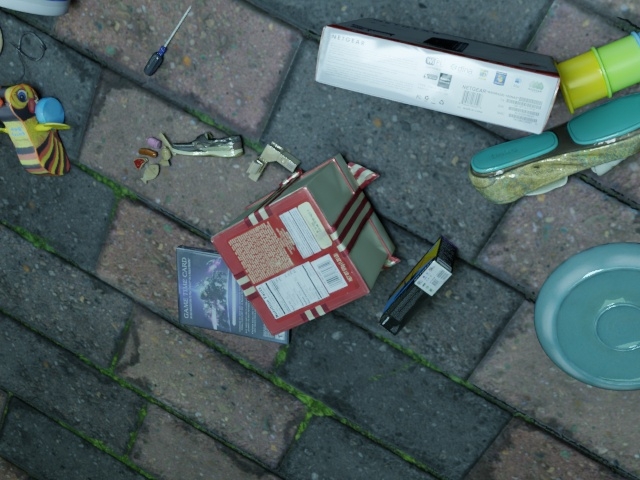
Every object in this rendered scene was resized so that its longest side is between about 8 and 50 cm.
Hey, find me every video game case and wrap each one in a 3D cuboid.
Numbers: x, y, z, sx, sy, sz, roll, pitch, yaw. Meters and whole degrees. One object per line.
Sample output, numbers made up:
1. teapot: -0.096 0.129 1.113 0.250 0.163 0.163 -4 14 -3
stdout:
1. video game case: -0.196 0.123 1.454 0.274 0.026 0.196 9 113 15

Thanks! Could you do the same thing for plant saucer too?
1. plant saucer: 0.573 0.158 1.221 0.318 0.043 0.317 6 112 14

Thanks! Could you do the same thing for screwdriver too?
1. screwdriver: -0.306 -0.399 1.284 0.024 0.025 0.170 41 117 -2

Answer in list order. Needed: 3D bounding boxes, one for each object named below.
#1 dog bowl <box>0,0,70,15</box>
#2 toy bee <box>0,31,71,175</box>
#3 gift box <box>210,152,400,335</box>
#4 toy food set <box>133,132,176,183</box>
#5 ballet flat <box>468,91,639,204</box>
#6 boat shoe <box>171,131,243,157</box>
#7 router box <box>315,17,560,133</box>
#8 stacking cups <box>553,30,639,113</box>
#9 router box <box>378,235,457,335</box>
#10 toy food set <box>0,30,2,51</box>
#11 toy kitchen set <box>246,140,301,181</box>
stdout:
1. dog bowl: -0.597 -0.518 1.193 0.265 0.265 0.104 25 113 6
2. toy bee: -0.645 -0.267 1.365 0.195 0.162 0.298 -22 103 25
3. gift box: 0.000 0.000 1.214 0.276 0.258 0.255 -22 103 22
4. toy food set: -0.361 -0.183 1.390 0.122 0.019 0.078 -28 100 32
5. ballet flat: 0.435 -0.150 1.114 0.348 0.123 0.123 -19 104 22
6. boat shoe: -0.233 -0.199 1.326 0.152 0.056 0.049 2 106 6
7. router box: 0.194 -0.276 1.024 0.335 0.301 0.082 16 114 10
8. stacking cups: 0.542 -0.302 1.019 0.316 0.096 0.096 -19 104 23
9. router box: 0.192 0.088 1.259 0.046 0.133 0.179 37 116 0
10. toy food set: -0.752 -0.447 1.401 0.132 0.038 0.192 20 110 1
11. toy kitchen set: -0.099 -0.141 1.296 0.075 0.068 0.083 36 117 1
